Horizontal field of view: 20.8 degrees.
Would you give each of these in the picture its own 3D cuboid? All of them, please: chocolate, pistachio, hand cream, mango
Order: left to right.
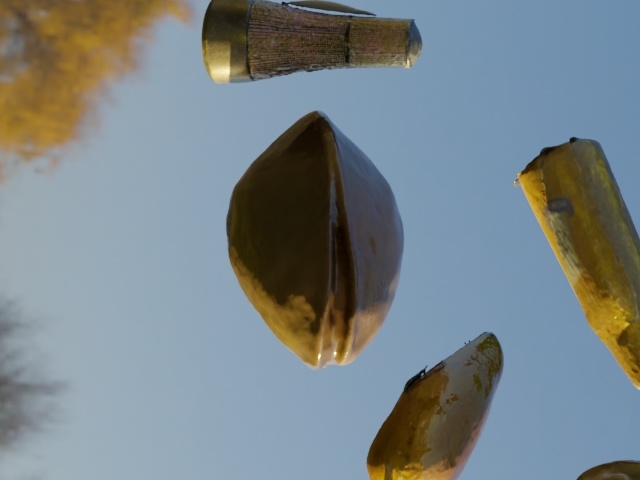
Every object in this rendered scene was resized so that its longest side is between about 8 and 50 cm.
[{"bbox_3d":[-0.006,-0.184,1.609,0.084,0.203,0.084,3,90,-78],"label":"hand cream"},{"bbox_3d":[0.000,0.000,1.582,0.260,0.162,0.213,-121,-155,-65],"label":"pistachio"},{"bbox_3d":[0.093,0.137,1.317,0.187,0.066,0.101,-48,154,-45],"label":"mango"},{"bbox_3d":[0.245,0.022,1.477,0.219,0.085,0.085,65,-27,12],"label":"chocolate"}]

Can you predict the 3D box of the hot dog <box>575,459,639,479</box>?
[{"bbox_3d":[0.243,0.159,0.882,0.109,0.269,0.072,53,44,-61],"label":"hot dog"}]
